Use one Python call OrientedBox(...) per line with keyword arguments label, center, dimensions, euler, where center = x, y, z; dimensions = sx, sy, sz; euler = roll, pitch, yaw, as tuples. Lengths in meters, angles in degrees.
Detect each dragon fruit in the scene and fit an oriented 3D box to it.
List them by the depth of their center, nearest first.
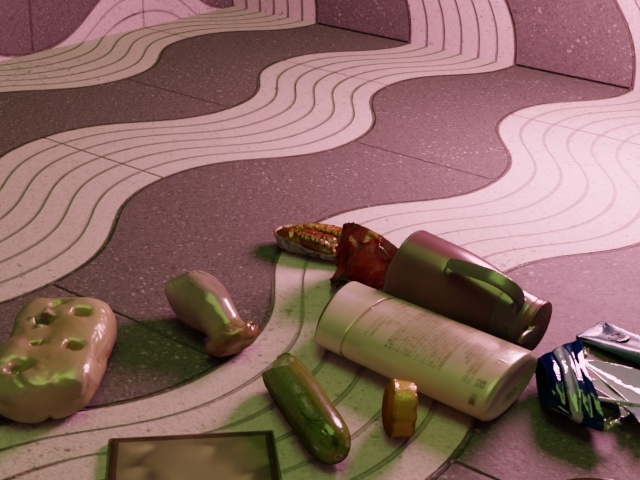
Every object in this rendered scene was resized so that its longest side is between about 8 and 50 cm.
OrientedBox(label="dragon fruit", center=(0.079, 0.053, 1.756), dimensions=(0.153, 0.153, 0.111), euler=(24, 75, 36))

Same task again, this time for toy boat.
OrientedBox(label="toy boat", center=(0.457, 0.231, 1.450), dimensions=(0.291, 0.070, 0.210), euler=(17, 30, 22))

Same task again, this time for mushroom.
OrientedBox(label="mushroom", center=(-0.181, 0.115, 1.597), dimensions=(0.097, 0.088, 0.212), euler=(24, 10, -48))

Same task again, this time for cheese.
OrientedBox(label="cheese", center=(-0.398, 0.169, 1.449), dimensions=(0.159, 0.093, 0.263), euler=(1, 26, -1))

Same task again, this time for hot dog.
OrientedBox(label="hot dog", center=(0.000, 0.000, 1.893), dimensions=(0.192, 0.053, 0.099), euler=(13, 24, 15))

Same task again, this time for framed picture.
OrientedBox(label="framed picture", center=(-0.165, 0.307, 1.281), dimensions=(0.231, 0.010, 0.173), euler=(0, 26, -8))

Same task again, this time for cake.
OrientedBox(label="cake", center=(0.112, 0.237, 1.379), dimensions=(0.044, 0.084, 0.084), euler=(4, 25, -4))

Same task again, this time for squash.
OrientedBox(label="squash", center=(-0.022, 0.233, 1.386), dimensions=(0.069, 0.069, 0.239), euler=(-8, 29, -23))

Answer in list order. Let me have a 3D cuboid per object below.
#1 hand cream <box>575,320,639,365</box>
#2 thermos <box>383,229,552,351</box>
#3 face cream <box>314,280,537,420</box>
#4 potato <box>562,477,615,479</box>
OrientedBox(label="hand cream", center=(0.531, 0.183, 1.595), dimensions=(0.083, 0.048, 0.224), euler=(-21, 30, -36))
OrientedBox(label="thermos", center=(0.249, 0.088, 1.616), dimensions=(0.265, 0.176, 0.146), euler=(24, 68, 32))
OrientedBox(label="face cream", center=(0.148, 0.165, 1.531), dimensions=(0.348, 0.081, 0.173), euler=(20, 34, 32))
OrientedBox(label="potato", center=(0.313, 0.369, 1.058), dimensions=(0.203, 0.178, 0.158), euler=(31, 45, 1))
